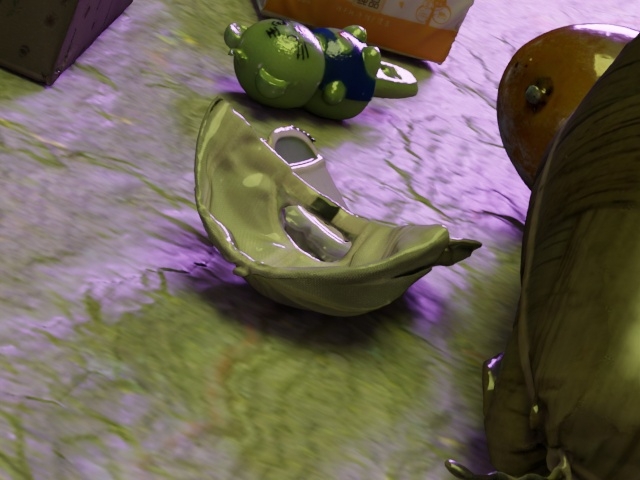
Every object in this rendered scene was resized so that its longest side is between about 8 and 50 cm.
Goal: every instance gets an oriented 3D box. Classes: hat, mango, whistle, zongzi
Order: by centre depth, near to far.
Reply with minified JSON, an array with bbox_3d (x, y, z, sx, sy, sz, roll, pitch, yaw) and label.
[{"bbox_3d":[0.213,0.104,1.397,0.218,0.467,0.500,26,63,0],"label":"zongzi"},{"bbox_3d":[0.000,0.000,1.446,0.219,0.164,0.226,33,-14,21],"label":"hat"},{"bbox_3d":[0.326,-0.090,1.759,0.384,0.199,0.221,12,17,-38],"label":"mango"},{"bbox_3d":[0.005,-0.167,1.777,0.227,0.085,0.105,4,39,-36],"label":"whistle"}]

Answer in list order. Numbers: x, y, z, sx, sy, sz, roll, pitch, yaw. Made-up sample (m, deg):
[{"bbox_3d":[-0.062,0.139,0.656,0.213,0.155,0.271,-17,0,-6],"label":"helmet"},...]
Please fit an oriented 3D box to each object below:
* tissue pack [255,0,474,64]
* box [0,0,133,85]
[{"bbox_3d":[0.040,-0.305,2.046,0.225,0.124,0.185,14,23,-20],"label":"tissue pack"},{"bbox_3d":[-0.281,-0.305,1.688,0.225,0.190,0.297,23,25,0],"label":"box"}]
